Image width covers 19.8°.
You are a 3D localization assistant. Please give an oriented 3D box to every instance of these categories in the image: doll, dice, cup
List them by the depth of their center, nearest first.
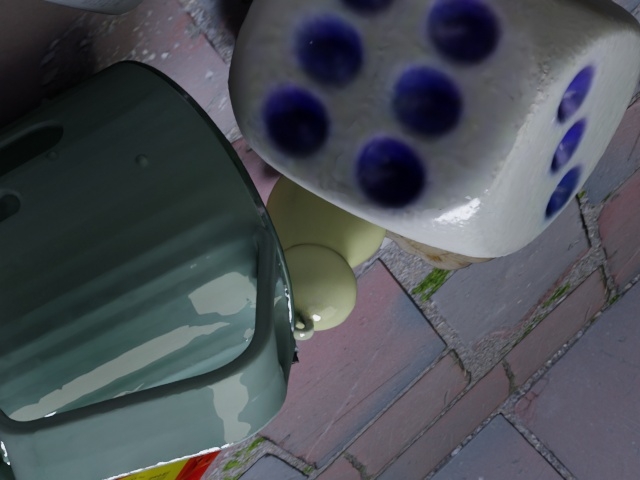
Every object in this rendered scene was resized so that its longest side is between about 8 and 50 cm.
[{"bbox_3d":[-0.230,0.050,1.561,0.392,0.310,0.401,-29,-171,-25],"label":"cup"},{"bbox_3d":[0.115,-0.161,1.798,0.304,0.304,0.277,-11,131,-63],"label":"dice"},{"bbox_3d":[-0.003,0.009,2.073,0.117,0.141,0.296,107,-1,-48],"label":"doll"}]

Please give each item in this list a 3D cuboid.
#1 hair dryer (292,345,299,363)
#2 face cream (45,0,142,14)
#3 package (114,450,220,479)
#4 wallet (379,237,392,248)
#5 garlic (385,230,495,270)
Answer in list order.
[{"bbox_3d":[-0.089,0.050,1.989,0.073,0.236,0.131,-20,150,-33],"label":"hair dryer"},{"bbox_3d":[-0.207,-0.227,1.464,0.084,0.057,0.198,-49,158,13],"label":"face cream"},{"bbox_3d":[-0.255,0.265,2.261,0.424,0.123,0.196,-13,146,-55],"label":"package"},{"bbox_3d":[0.125,-0.037,2.546,0.122,0.025,0.061,-34,160,-25],"label":"wallet"},{"bbox_3d":[0.172,-0.087,2.353,0.218,0.219,0.212,98,13,-60],"label":"garlic"}]
